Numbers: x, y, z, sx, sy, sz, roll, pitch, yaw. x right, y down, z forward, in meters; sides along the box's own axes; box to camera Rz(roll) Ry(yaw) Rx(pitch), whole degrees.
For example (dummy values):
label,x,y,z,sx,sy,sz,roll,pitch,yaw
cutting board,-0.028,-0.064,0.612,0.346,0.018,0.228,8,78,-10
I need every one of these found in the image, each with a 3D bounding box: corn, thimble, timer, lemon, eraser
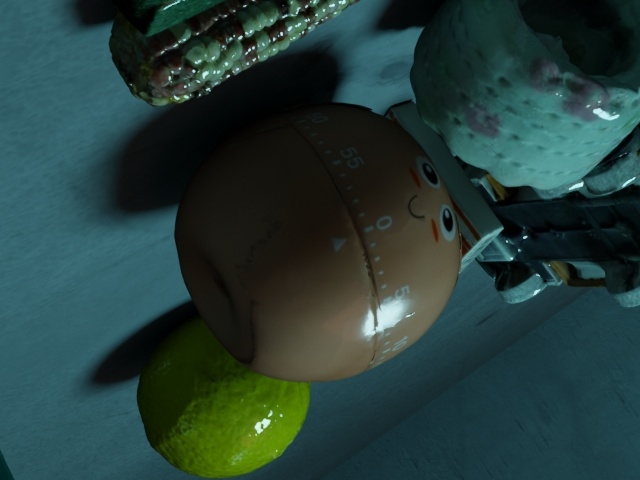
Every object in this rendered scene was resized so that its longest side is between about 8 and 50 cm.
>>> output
label,x,y,z,sx,sy,sz,roll,pitch,yaw
corn,-0.023,-0.161,0.831,0.237,0.079,0.079,-27,164,-16
thimble,0.189,-0.153,1.073,0.211,0.185,0.149,-35,170,-38
timer,0.000,0.000,1.093,0.215,0.230,0.229,-27,164,-24
lemon,-0.110,0.176,1.509,0.231,0.192,0.192,-35,166,36
eraser,0.080,-0.016,1.337,0.038,0.157,0.230,-25,164,-34

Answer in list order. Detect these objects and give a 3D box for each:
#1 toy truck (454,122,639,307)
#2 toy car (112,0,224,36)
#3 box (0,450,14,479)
label,x,y,z,sx,sy,sz,roll,pitch,yaw
toy truck,0.283,-0.061,1.291,0.207,0.173,0.387,-46,-161,-21
toy car,0.028,-0.216,0.713,0.320,0.097,0.141,-29,165,-9
box,-0.337,0.227,1.123,0.092,0.245,0.153,-12,154,-46
